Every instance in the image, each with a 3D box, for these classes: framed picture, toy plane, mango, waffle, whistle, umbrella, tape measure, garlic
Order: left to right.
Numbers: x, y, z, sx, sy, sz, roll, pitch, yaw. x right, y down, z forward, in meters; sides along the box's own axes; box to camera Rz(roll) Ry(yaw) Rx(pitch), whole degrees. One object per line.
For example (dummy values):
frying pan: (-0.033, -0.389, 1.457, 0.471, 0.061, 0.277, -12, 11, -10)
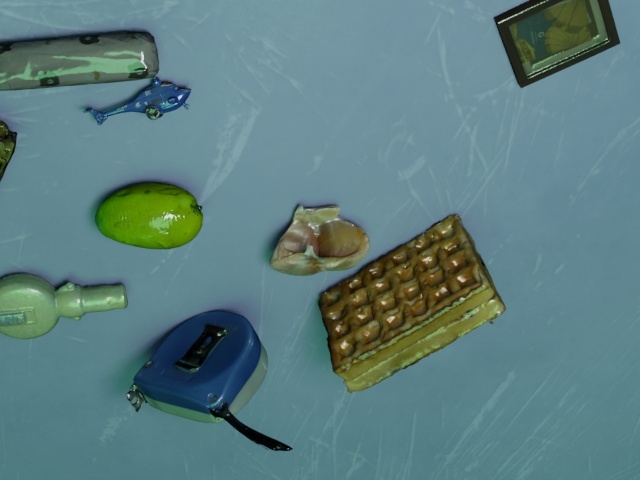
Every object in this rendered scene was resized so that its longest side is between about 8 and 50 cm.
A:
umbrella: (-0.407, -0.259, 1.412, 0.337, 0.067, 0.073, -6, 95, -4)
whistle: (-0.465, 0.112, 1.670, 0.257, 0.067, 0.126, -6, 127, -7)
toy plane: (-0.279, -0.211, 1.480, 0.167, 0.054, 0.062, -16, 101, 3)
mango: (-0.280, -0.034, 1.571, 0.178, 0.100, 0.119, -2, 128, 3)
tape measure: (-0.149, 0.232, 1.652, 0.351, 0.215, 0.098, 9, 138, 36)
garlic: (0.000, 0.013, 1.648, 0.174, 0.099, 0.124, 0, 140, -9)
waffle: (0.147, 0.110, 1.662, 0.308, 0.213, 0.091, -31, 125, 13)
framed picture: (0.369, -0.326, 1.498, 0.168, 0.023, 0.128, -24, 125, 9)

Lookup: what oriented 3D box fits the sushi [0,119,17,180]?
sushi: (-0.571, -0.070, 1.489, 0.139, 0.131, 0.291, 19, 129, -21)
